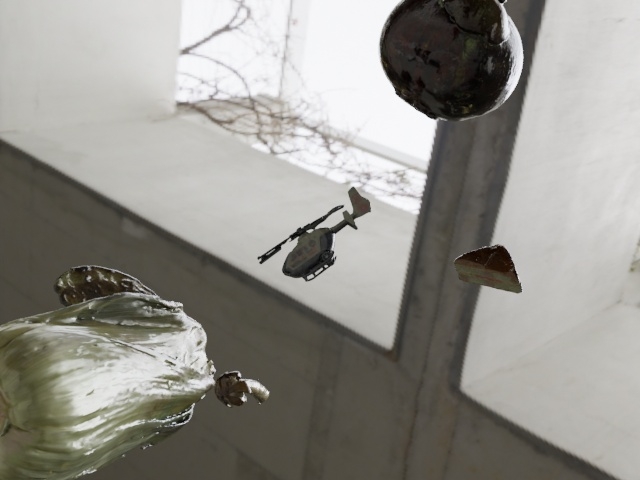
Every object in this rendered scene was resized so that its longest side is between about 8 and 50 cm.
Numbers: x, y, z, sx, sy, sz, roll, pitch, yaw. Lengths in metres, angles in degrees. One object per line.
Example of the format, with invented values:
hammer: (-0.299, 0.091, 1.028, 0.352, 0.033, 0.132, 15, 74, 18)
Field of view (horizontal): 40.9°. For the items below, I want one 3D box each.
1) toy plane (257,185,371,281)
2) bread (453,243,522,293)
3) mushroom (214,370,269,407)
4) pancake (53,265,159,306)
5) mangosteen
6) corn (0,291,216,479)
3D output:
toy plane: (0.000, 0.000, 0.820, 0.121, 0.031, 0.049, -36, -103, -2)
bread: (0.247, 0.035, 1.210, 0.109, 0.062, 0.043, 17, -35, 41)
mushroom: (-0.129, 0.272, 1.523, 0.060, 0.187, 0.061, -41, -116, 6)
pancake: (-0.341, 0.152, 1.419, 0.288, 0.286, 0.033, 44, -61, 17)
mangosteen: (0.222, -0.320, 1.317, 0.231, 0.231, 0.289, 45, -64, 26)
corn: (-0.184, 0.121, 0.710, 0.122, 0.305, 0.123, -35, -99, 15)
